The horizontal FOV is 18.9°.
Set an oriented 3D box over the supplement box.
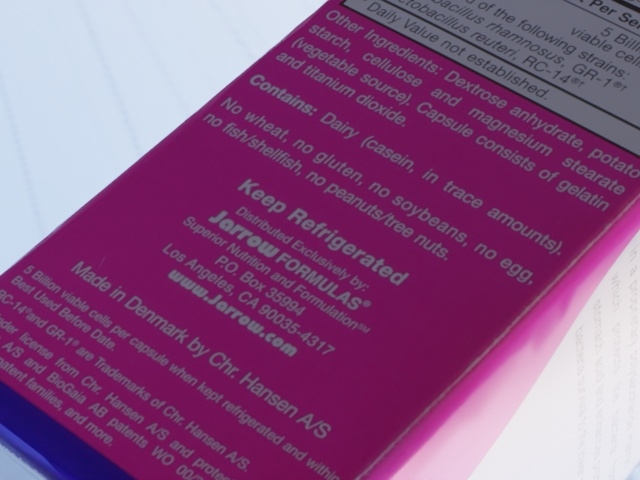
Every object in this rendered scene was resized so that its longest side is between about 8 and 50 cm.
[{"bbox_3d":[0.022,0.020,0.488,0.114,0.111,0.220,32,-120,31],"label":"supplement box"}]
